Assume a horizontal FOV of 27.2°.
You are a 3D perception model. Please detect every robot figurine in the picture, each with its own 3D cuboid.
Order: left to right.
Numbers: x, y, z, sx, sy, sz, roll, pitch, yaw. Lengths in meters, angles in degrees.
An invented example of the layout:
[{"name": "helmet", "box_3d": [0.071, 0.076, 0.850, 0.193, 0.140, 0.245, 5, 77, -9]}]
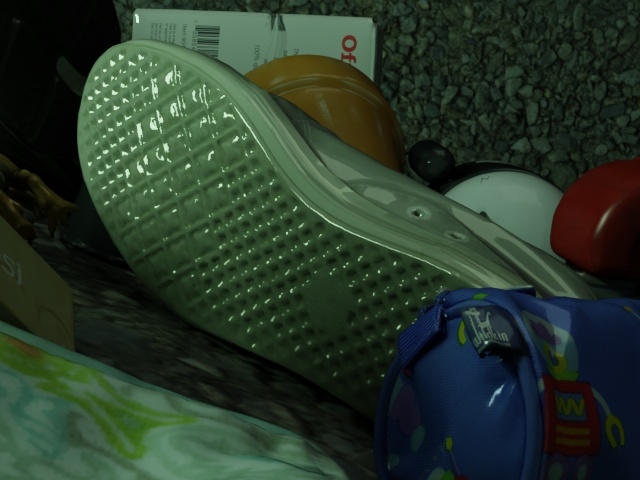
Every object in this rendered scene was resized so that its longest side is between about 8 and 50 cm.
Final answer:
[{"name": "robot figurine", "box_3d": [0.169, 0.010, 1.309, 0.209, 0.174, 0.278, 17, 7, -2]}]

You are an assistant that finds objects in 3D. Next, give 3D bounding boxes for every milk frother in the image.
[{"name": "milk frother", "box_3d": [-0.149, -0.059, 1.072, 0.143, 0.135, 0.129, 26, 7, 40]}]

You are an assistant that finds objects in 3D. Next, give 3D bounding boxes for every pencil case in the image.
[{"name": "pencil case", "box_3d": [0.164, 0.085, 0.670, 0.306, 0.133, 0.119, 3, -28, -36]}]

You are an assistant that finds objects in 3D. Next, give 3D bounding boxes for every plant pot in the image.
[{"name": "plant pot", "box_3d": [0.000, -0.053, 1.299, 0.205, 0.205, 0.188, 17, 23, -24]}]

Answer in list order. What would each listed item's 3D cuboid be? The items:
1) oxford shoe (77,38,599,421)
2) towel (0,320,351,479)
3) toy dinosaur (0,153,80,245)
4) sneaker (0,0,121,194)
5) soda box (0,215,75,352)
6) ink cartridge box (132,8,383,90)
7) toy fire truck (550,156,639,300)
[{"name": "oxford shoe", "box_3d": [0.000, 0.000, 0.881, 0.449, 0.169, 0.130, 33, 26, 32]}, {"name": "towel", "box_3d": [-0.152, 0.063, 0.299, 0.374, 0.090, 0.320, 19, 6, -3]}, {"name": "toy dinosaur", "box_3d": [-0.232, -0.046, 0.914, 0.112, 0.064, 0.211, 36, -24, 20]}, {"name": "sneaker", "box_3d": [-0.298, -0.153, 1.153, 0.257, 0.169, 0.447, 11, -20, 23]}, {"name": "soda box", "box_3d": [-0.170, -0.005, 0.507, 0.181, 0.058, 0.061, 52, 12, -35]}, {"name": "ink cartridge box", "box_3d": [-0.071, -0.153, 1.495, 0.273, 0.198, 0.115, 4, 3, 8]}, {"name": "toy fire truck", "box_3d": [0.174, 0.049, 0.905, 0.246, 0.217, 0.158, 3, 11, -12]}]
